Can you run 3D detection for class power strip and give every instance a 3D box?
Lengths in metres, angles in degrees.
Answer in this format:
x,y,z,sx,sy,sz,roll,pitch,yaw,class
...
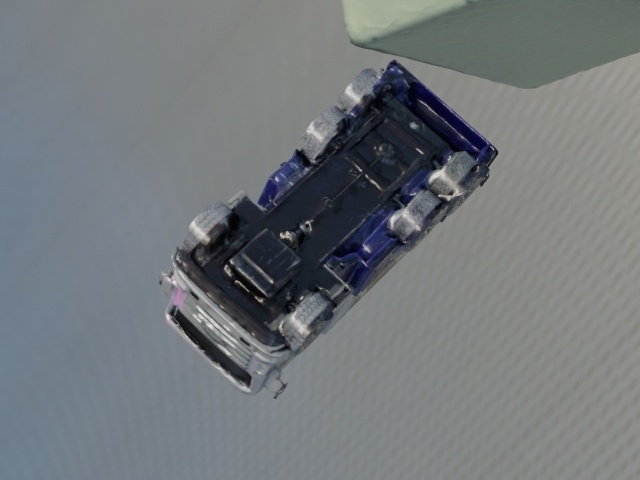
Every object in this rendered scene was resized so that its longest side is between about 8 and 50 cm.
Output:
x,y,z,sx,sy,sz,roll,pitch,yaw,class
0.085,-0.170,0.831,0.139,0.224,0.140,-16,77,37,power strip

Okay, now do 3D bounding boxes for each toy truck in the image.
x,y,z,sx,sy,sz,roll,pitch,yaw,class
0.000,0.000,1.255,0.268,0.124,0.155,-42,-10,-32,toy truck
